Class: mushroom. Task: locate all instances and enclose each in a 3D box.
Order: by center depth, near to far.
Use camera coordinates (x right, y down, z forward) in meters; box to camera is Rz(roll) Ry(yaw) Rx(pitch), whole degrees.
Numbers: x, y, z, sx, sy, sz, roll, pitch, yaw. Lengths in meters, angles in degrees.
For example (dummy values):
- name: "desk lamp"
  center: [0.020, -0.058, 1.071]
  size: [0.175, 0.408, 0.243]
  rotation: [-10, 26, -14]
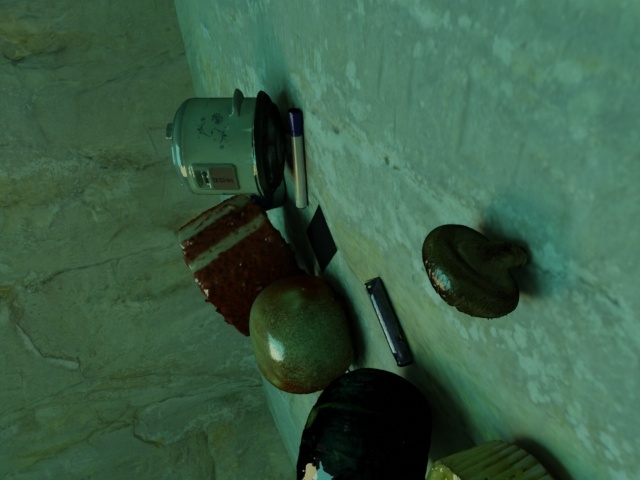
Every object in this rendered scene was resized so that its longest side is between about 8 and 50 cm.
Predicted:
- name: "mushroom"
  center: [0.172, 0.034, 0.552]
  size: [0.085, 0.109, 0.126]
  rotation: [84, 177, -46]

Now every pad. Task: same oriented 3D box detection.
- name: "pad"
  center: [0.000, 0.000, 1.240]
  size: [0.190, 0.004, 0.127]
  rotation: [120, 132, -67]

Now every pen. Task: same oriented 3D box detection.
- name: "pen"
  center: [-0.055, -0.193, 1.184]
  size: [0.033, 0.033, 0.269]
  rotation: [-125, 25, -48]

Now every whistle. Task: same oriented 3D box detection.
- name: "whistle"
  center: [0.129, 0.155, 0.919]
  size: [0.033, 0.033, 0.177]
  rotation: [119, 133, -67]

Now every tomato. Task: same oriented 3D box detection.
- name: "tomato"
  center: [-0.053, 0.244, 1.223]
  size: [0.303, 0.239, 0.304]
  rotation: [168, 90, -75]

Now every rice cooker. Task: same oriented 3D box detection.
- name: "rice cooker"
  center: [-0.213, -0.236, 1.220]
  size: [0.264, 0.316, 0.317]
  rotation: [-86, -2, -46]

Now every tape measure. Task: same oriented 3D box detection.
- name: "tape measure"
  center: [-0.194, -0.174, 1.551]
  size: [0.351, 0.097, 0.215]
  rotation: [107, 144, -66]

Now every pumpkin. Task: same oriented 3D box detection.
- name: "pumpkin"
  center: [0.073, 0.374, 0.844]
  size: [0.315, 0.238, 0.315]
  rotation: [2, -90, -71]

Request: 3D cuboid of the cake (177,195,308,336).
- name: "cake"
  center: [-0.226, 0.053, 1.399]
  size: [0.319, 0.270, 0.269]
  rotation: [48, 171, 43]

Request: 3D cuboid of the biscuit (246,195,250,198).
- name: "biscuit"
  center: [-0.259, -0.181, 1.777]
  size: [0.070, 0.082, 0.169]
  rotation: [35, 135, 48]

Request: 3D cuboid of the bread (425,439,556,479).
- name: "bread"
  center: [0.229, 0.375, 0.626]
  size: [0.179, 0.133, 0.250]
  rotation: [-124, 25, -48]
